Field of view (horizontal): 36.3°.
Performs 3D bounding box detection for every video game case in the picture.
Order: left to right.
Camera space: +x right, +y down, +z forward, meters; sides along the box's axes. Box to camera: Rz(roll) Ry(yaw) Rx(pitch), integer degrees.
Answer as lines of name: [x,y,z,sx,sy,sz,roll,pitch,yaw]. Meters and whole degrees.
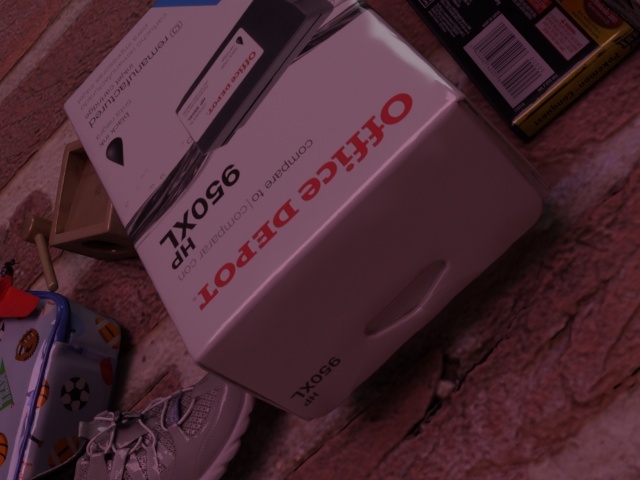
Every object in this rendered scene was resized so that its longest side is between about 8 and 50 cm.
video game case: [0.215,-0.263,0.925,0.248,0.035,0.275,-41,49,16]

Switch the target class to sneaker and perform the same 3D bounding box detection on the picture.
sneaker: [-0.176,0.203,0.933,0.281,0.115,0.105,-42,22,14]

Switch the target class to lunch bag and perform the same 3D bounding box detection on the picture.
lunch bag: [-0.353,0.208,1.094,0.243,0.115,0.303,0,69,40]

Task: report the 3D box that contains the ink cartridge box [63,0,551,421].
ink cartridge box: [-0.035,-0.085,0.875,0.285,0.166,0.395,-45,46,9]

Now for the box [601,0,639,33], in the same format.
box: [0.283,-0.158,0.742,0.036,0.114,0.207,-46,62,13]

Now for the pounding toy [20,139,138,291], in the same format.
pounding toy: [-0.262,-0.020,1.148,0.206,0.094,0.181,-10,68,44]

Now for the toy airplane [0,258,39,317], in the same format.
toy airplane: [-0.371,0.088,1.076,0.151,0.028,0.151,-24,50,32]
